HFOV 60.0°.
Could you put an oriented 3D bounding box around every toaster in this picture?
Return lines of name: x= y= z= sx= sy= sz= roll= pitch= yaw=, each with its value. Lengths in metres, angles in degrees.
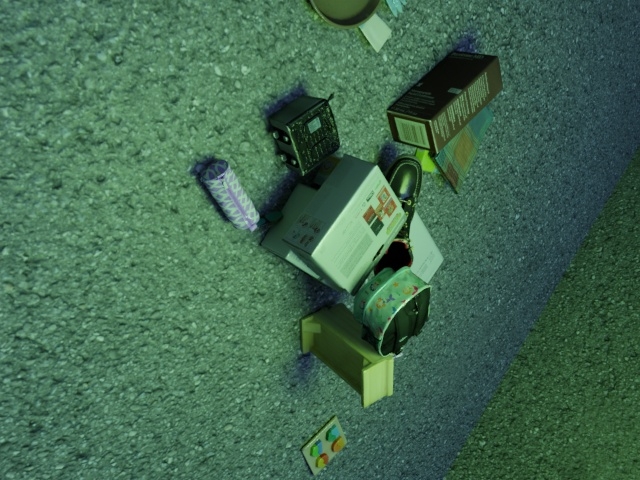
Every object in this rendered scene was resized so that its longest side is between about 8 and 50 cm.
toaster: x=-0.038 y=-0.302 z=1.545 sx=0.185 sy=0.110 sz=0.168 roll=-40 pitch=133 yaw=-24

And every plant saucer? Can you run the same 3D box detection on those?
plant saucer: x=0.064 y=-0.712 z=1.475 sx=0.277 sy=0.041 sz=0.278 roll=-15 pitch=118 yaw=-31

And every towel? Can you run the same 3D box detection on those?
towel: x=0.540 y=-0.394 z=2.085 sx=0.271 sy=0.040 sz=0.370 roll=40 pitch=70 yaw=-47

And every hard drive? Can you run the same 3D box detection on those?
hard drive: x=0.353 y=0.066 z=2.163 sx=0.233 sy=0.047 sz=0.353 roll=-53 pitch=138 yaw=-11

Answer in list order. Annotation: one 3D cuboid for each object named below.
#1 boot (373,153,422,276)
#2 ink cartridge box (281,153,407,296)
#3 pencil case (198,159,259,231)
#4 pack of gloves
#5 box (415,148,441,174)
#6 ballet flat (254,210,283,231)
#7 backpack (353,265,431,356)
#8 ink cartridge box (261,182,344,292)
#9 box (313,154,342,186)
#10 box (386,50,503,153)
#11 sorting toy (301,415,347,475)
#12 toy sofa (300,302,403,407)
boot: x=0.247 y=-0.060 z=1.790 sx=0.138 sy=0.284 sz=0.377 roll=15 pitch=122 yaw=-6
ink cartridge box: x=0.082 y=-0.036 z=1.587 sx=0.309 sy=0.130 sz=0.272 roll=-54 pitch=139 yaw=-11
pencil case: x=-0.234 y=-0.118 z=1.457 sx=0.086 sy=0.088 sz=0.206 roll=-45 pitch=136 yaw=-16
pack of gloves: x=0.140 y=-0.696 z=1.594 sx=0.232 sy=0.046 sz=0.195 roll=36 pitch=87 yaw=-40
box: x=0.417 y=-0.306 z=2.045 sx=0.178 sy=0.042 sz=0.109 roll=2 pitch=107 yaw=-46
ballet flat: x=-0.160 y=-0.053 z=1.605 sx=0.114 sy=0.041 sz=0.041 roll=-23 pitch=124 yaw=-36
backpack: x=0.214 y=0.194 z=1.631 sx=0.225 sy=0.191 sz=0.253 roll=-37 pitch=155 yaw=-20
ink cartridge box: x=0.000 y=0.000 z=1.716 sx=0.307 sy=0.129 sz=0.223 roll=36 pitch=81 yaw=-47
box: x=0.095 y=-0.177 z=1.735 sx=0.203 sy=0.114 sz=0.103 roll=25 pitch=92 yaw=-48
box: x=0.422 y=-0.473 z=1.861 sx=0.381 sy=0.191 sz=0.143 roll=-43 pitch=134 yaw=-22
sorting toy: x=0.023 y=0.824 z=2.212 sx=0.193 sy=0.038 sz=0.208 roll=-38 pitch=132 yaw=-26
toy sofa: x=0.100 y=0.364 z=1.823 sx=0.177 sy=0.362 sz=0.150 roll=-20 pitch=122 yaw=-31
